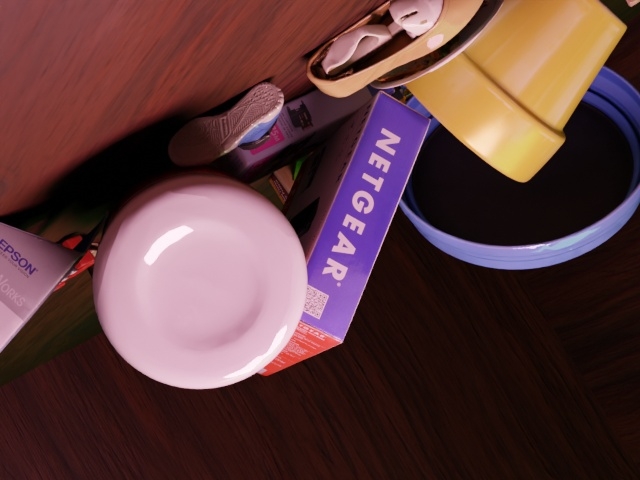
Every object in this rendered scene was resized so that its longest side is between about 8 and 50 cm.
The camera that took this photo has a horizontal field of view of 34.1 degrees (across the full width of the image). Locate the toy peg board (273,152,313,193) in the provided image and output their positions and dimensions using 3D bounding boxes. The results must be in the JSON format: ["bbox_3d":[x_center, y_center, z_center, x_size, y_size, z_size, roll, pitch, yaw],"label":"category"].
[{"bbox_3d":[0.019,-0.128,1.722,0.160,0.161,0.079,-30,163,-19],"label":"toy peg board"}]

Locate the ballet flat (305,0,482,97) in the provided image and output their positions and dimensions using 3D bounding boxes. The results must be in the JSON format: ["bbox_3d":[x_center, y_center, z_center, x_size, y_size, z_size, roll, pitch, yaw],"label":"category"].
[{"bbox_3d":[0.081,-0.235,1.179,0.232,0.080,0.073,-34,160,25],"label":"ballet flat"}]

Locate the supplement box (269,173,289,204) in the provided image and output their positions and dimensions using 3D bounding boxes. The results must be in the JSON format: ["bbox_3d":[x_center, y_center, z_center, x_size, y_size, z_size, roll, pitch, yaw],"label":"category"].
[{"bbox_3d":[0.018,-0.087,1.979,0.129,0.191,0.194,-30,177,-16],"label":"supplement box"}]

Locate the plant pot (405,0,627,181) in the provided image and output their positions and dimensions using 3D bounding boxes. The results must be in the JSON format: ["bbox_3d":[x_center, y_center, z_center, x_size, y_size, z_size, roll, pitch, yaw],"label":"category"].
[{"bbox_3d":[0.264,-0.246,1.386,0.239,0.254,0.254,-47,172,19],"label":"plant pot"}]

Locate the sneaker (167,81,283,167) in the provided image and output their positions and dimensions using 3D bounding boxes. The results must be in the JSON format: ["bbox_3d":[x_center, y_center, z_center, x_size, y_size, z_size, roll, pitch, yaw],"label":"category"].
[{"bbox_3d":[-0.111,-0.125,1.236,0.152,0.058,0.084,-37,170,-14],"label":"sneaker"}]

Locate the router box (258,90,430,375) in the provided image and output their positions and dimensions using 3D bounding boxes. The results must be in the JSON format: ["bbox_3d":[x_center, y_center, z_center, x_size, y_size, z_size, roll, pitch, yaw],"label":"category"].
[{"bbox_3d":[0.000,0.000,1.422,0.336,0.082,0.301,-67,-167,-23],"label":"router box"}]

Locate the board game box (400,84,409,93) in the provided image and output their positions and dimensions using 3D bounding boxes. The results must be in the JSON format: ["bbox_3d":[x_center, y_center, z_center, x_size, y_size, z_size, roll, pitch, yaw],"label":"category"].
[{"bbox_3d":[0.211,-0.304,1.625,0.170,0.048,0.141,-30,179,-19],"label":"board game box"}]

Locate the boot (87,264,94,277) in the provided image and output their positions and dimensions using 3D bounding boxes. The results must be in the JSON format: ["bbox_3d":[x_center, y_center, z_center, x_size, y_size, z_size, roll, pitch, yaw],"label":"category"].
[{"bbox_3d":[-0.299,0.022,1.718,0.165,0.077,0.213,-29,-176,-15],"label":"boot"}]

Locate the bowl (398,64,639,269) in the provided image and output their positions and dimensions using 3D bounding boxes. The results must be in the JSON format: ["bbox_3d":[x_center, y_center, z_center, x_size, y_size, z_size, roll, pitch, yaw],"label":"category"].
[{"bbox_3d":[0.294,-0.123,1.548,0.391,0.391,0.077,-30,141,-9],"label":"bowl"}]

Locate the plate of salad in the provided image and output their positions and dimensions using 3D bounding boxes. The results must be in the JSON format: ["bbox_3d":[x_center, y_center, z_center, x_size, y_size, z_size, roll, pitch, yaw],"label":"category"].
[{"bbox_3d":[0.133,-0.257,1.256,0.199,0.048,0.200,-33,-156,17],"label":"plate of salad"}]

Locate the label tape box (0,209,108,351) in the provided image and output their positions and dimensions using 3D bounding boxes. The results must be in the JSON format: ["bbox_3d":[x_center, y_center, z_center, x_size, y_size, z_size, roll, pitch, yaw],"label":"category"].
[{"bbox_3d":[-0.410,0.094,1.161,0.249,0.115,0.348,-33,-161,45],"label":"label tape box"}]

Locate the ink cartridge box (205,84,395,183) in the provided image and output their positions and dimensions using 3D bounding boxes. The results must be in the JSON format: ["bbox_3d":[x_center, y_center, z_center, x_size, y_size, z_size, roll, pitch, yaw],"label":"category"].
[{"bbox_3d":[-0.019,-0.167,1.518,0.311,0.065,0.186,-32,178,-26],"label":"ink cartridge box"}]

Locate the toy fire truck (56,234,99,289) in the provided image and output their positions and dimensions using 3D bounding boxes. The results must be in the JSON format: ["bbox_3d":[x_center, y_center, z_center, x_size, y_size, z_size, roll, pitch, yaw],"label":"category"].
[{"bbox_3d":[-0.340,0.018,1.504,0.192,0.047,0.135,-32,179,33],"label":"toy fire truck"}]

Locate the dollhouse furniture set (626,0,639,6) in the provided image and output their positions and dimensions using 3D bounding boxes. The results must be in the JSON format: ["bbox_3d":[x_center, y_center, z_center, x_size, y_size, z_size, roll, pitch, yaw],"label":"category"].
[{"bbox_3d":[0.377,-0.347,1.073,0.259,0.135,0.262,-32,164,24],"label":"dollhouse furniture set"}]

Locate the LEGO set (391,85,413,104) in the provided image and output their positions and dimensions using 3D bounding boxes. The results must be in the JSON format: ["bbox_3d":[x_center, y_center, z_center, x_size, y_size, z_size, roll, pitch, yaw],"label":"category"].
[{"bbox_3d":[0.253,-0.234,1.826,0.331,0.192,0.255,-30,177,-13],"label":"LEGO set"}]

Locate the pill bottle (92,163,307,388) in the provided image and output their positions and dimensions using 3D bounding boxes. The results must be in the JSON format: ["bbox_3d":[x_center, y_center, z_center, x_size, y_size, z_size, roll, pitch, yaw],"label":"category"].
[{"bbox_3d":[-0.156,0.022,1.273,0.229,0.229,0.407,-31,-169,-5],"label":"pill bottle"}]
